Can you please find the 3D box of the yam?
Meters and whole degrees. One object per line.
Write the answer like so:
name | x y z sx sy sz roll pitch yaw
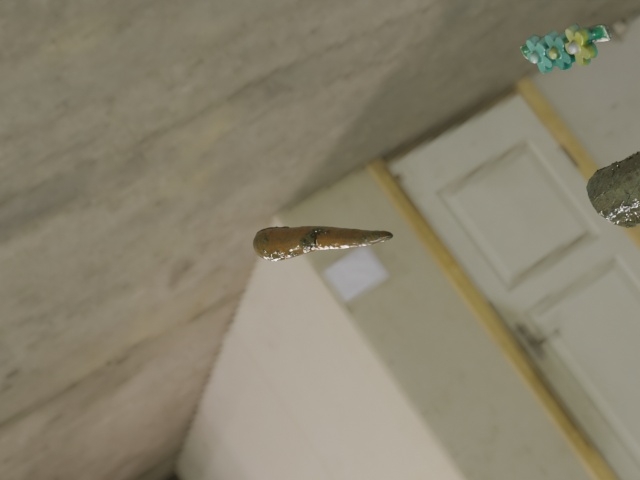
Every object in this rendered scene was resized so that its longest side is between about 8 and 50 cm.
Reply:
yam | 0.479 -0.086 2.166 0.107 0.107 0.183 -23 173 -39

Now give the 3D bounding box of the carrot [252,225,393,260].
carrot | 0.000 0.000 2.012 0.254 0.049 0.049 -5 -170 43

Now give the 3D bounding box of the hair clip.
hair clip | 0.258 -0.204 1.597 0.049 0.049 0.173 -32 -170 -13
